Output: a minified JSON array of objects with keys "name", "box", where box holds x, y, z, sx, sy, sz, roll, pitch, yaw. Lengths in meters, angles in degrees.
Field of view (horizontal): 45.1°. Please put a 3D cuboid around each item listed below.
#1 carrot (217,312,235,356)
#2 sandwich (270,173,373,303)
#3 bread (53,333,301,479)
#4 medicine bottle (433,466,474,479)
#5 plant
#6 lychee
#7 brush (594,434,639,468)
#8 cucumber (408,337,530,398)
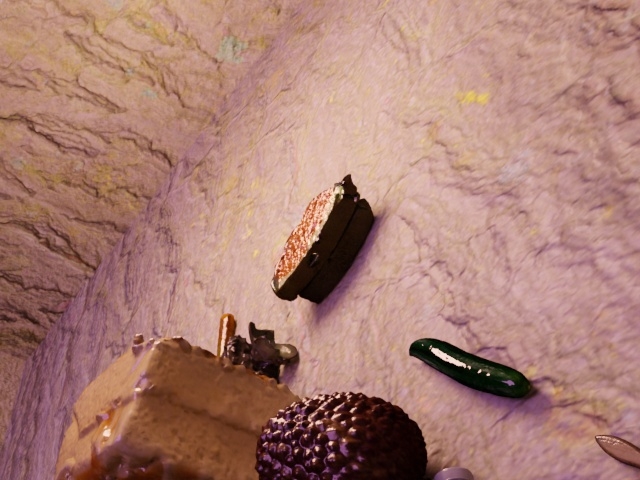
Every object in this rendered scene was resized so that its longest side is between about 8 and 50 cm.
[{"name":"carrot","box":[-0.238,0.260,1.931,0.042,0.042,0.171,-40,36,36]},{"name":"sandwich","box":[-0.002,0.010,1.688,0.292,0.109,0.212,-64,20,-11]},{"name":"bread","box":[-0.287,0.408,1.501,0.390,0.371,0.280,-40,34,35]},{"name":"medicine bottle","box":[0.189,0.363,1.049,0.058,0.058,0.091,-45,31,29]},{"name":"plant","box":[-0.150,0.274,1.664,0.203,0.142,0.131,-61,15,21]},{"name":"lychee","box":[0.035,0.341,1.147,0.236,0.271,0.236,13,-90,-78]},{"name":"brush","box":[0.380,0.258,0.863,0.070,0.021,0.196,-63,24,-3]},{"name":"cucumber","box":[0.215,0.191,1.179,0.284,0.056,0.056,11,74,62]}]
